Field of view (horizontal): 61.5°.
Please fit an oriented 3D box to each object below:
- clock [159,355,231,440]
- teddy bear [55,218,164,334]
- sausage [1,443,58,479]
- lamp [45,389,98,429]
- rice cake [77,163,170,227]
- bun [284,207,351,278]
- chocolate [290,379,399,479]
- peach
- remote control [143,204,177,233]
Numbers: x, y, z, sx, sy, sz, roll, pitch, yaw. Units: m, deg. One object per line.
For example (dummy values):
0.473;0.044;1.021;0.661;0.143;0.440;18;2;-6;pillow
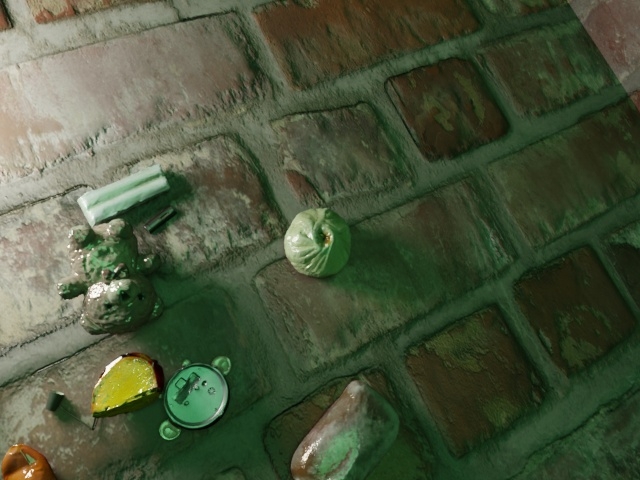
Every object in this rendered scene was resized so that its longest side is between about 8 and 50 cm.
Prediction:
-0.293;0.366;1.266;0.155;0.063;0.229;41;65;-1;clock
-0.488;0.086;1.253;0.236;0.151;0.267;-13;72;-27;teddy bear
-0.599;0.510;1.121;0.089;0.089;0.179;-28;79;-23;sausage
-0.555;0.380;1.201;0.121;0.041;0.054;21;76;-6;lamp
-0.496;-0.118;1.374;0.226;0.040;0.085;-30;82;-23;rice cake
0.000;0.000;1.444;0.195;0.118;0.195;6;68;-14;bun
0.073;0.500;1.317;0.185;0.100;0.303;42;63;3;chocolate
-0.434;0.335;1.216;0.127;0.092;0.172;41;72;12;peach
-0.415;-0.056;1.392;0.034;0.016;0.091;47;67;-3;remote control
